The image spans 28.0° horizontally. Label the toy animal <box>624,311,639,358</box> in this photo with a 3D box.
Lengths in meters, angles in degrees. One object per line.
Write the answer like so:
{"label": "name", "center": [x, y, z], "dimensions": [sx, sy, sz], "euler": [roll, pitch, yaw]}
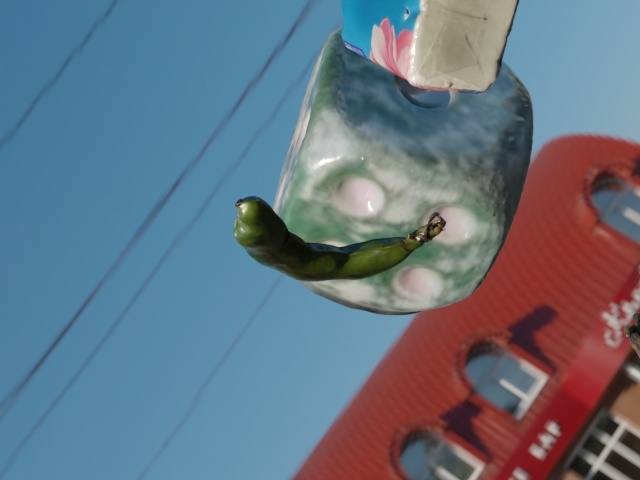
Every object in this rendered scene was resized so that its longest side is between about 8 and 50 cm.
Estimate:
{"label": "toy animal", "center": [0.447, 0.156, 1.617], "dimensions": [0.057, 0.099, 0.241], "euler": [-34, -34, 26]}

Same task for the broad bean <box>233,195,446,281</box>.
{"label": "broad bean", "center": [0.000, 0.000, 1.487], "dimensions": [0.292, 0.049, 0.144], "euler": [6, -36, -35]}

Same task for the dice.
{"label": "dice", "center": [0.117, -0.109, 1.960], "dimensions": [0.348, 0.328, 0.330], "euler": [112, 172, -46]}

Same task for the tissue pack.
{"label": "tissue pack", "center": [0.123, -0.294, 1.484], "dimensions": [0.270, 0.137, 0.209], "euler": [-130, 54, -68]}
